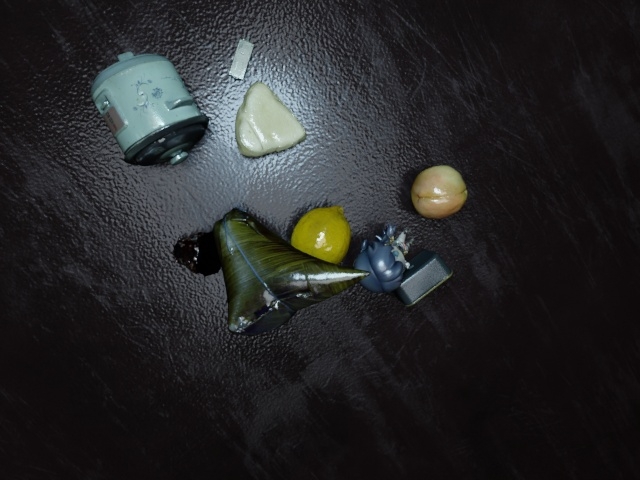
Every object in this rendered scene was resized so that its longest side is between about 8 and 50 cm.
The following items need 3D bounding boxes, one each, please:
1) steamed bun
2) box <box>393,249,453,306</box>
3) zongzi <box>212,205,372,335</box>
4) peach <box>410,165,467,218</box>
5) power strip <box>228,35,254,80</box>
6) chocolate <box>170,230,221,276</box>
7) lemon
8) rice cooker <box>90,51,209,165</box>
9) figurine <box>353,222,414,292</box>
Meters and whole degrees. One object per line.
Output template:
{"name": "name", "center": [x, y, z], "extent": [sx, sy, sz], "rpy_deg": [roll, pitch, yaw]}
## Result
{"name": "steamed bun", "center": [-0.187, -0.350, 1.329], "extent": [0.212, 0.110, 0.231], "rpy_deg": [-45, 100, -23]}
{"name": "box", "center": [0.336, 0.124, 1.470], "extent": [0.201, 0.144, 0.090], "rpy_deg": [-36, 99, -1]}
{"name": "zongzi", "center": [-0.103, 0.031, 1.259], "extent": [0.432, 0.208, 0.403], "rpy_deg": [-27, 64, 15]}
{"name": "peach", "center": [0.390, -0.157, 1.422], "extent": [0.184, 0.184, 0.184], "rpy_deg": [-1, 99, -9]}
{"name": "power strip", "center": [-0.245, -0.571, 1.332], "extent": [0.051, 0.019, 0.136], "rpy_deg": [17, 96, -9]}
{"name": "chocolate", "center": [-0.405, 0.034, 1.364], "extent": [0.133, 0.156, 0.156], "rpy_deg": [8, 99, 21]}
{"name": "lemon", "center": [0.000, 0.000, 1.370], "extent": [0.188, 0.188, 0.256], "rpy_deg": [30, 85, -12]}
{"name": "rice cooker", "center": [-0.477, -0.353, 1.213], "extent": [0.317, 0.264, 0.316], "rpy_deg": [13, 119, 24]}
{"name": "figurine", "center": [0.212, 0.062, 1.403], "extent": [0.197, 0.265, 0.175], "rpy_deg": [-41, 90, 27]}
